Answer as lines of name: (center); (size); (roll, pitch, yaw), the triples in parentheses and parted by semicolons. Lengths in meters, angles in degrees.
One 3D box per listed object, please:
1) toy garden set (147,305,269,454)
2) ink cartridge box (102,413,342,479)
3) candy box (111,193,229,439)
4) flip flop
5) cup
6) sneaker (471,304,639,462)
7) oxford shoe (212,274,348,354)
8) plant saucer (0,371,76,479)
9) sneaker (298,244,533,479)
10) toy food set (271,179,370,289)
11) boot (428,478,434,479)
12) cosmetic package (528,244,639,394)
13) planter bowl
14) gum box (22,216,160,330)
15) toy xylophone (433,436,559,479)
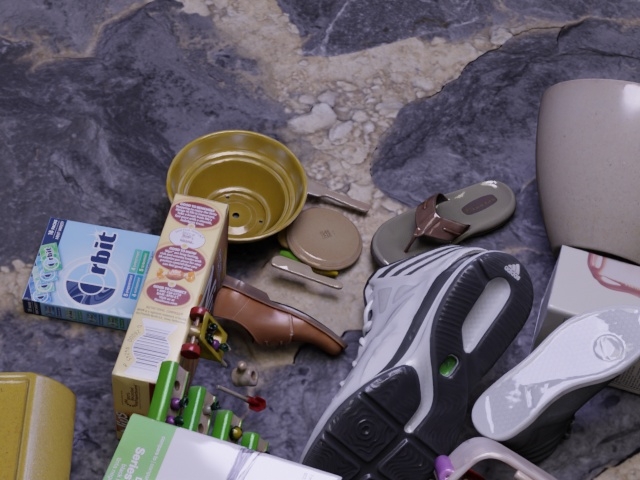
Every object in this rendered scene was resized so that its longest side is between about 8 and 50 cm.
toy garden set: (-0.127, 0.224, 1.897); (0.049, 0.244, 0.204); (-10, 52, 30)
ink cartridge box: (-0.121, 0.341, 1.736); (0.273, 0.198, 0.115); (16, 54, 8)
candy box: (-0.209, 0.113, 2.006); (0.087, 0.183, 0.316); (13, 54, 3)
flip flop: (0.195, -0.032, 2.218); (0.277, 0.080, 0.112); (-25, 60, -22)
cup: (0.466, -0.070, 2.163); (0.331, 0.331, 0.237); (17, 78, 6)
sneaker: (0.350, 0.205, 1.999); (0.296, 0.147, 0.104); (-34, 58, -4)
oxford shoe: (-0.061, 0.127, 2.075); (0.212, 0.076, 0.076); (25, 84, -11)
plant saucer: (-0.496, 0.275, 1.852); (0.332, 0.081, 0.333); (-1, 33, -6)
sneaker: (0.104, 0.192, 2.023); (0.169, 0.257, 0.447); (41, 84, -19)
toy food set: (0.000, 0.000, 2.208); (0.132, 0.038, 0.192); (21, 49, 1)
boot: (0.249, 0.445, 1.882); (0.305, 0.112, 0.115); (29, 79, 16)
cosmetic package: (0.471, 0.133, 2.085); (0.296, 0.153, 0.129); (17, 52, 4)
planter bowl: (-0.130, -0.062, 2.200); (0.217, 0.090, 0.217); (2, 54, -3)
gum box: (-0.336, 0.051, 2.126); (0.184, 0.041, 0.157); (10, 54, 2)
toy xylophone: (0.297, 0.359, 1.835); (0.322, 0.236, 0.081); (32, 91, 6)
